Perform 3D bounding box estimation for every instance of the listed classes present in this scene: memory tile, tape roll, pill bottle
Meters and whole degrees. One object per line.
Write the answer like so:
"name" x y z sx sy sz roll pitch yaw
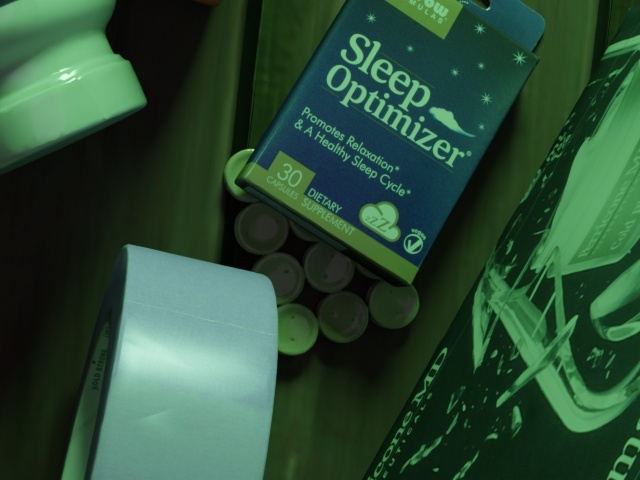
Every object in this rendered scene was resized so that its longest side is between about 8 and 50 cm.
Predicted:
"memory tile" 0.000 0.000 1.033 0.113 0.012 0.148 -15 94 -11
"tape roll" -0.103 0.145 0.880 0.090 0.275 0.275 14 88 -11
"pill bottle" -0.218 -0.177 0.916 0.153 0.153 0.265 -26 97 -10

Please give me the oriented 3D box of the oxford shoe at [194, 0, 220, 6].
"oxford shoe" -0.082 -0.250 0.897 0.098 0.271 0.097 12 51 -8

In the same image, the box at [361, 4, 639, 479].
"box" 0.271 0.106 0.855 0.297 0.472 0.480 31 85 -9

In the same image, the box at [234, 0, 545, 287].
"box" 0.056 -0.098 1.022 0.136 0.036 0.225 32 78 -10
